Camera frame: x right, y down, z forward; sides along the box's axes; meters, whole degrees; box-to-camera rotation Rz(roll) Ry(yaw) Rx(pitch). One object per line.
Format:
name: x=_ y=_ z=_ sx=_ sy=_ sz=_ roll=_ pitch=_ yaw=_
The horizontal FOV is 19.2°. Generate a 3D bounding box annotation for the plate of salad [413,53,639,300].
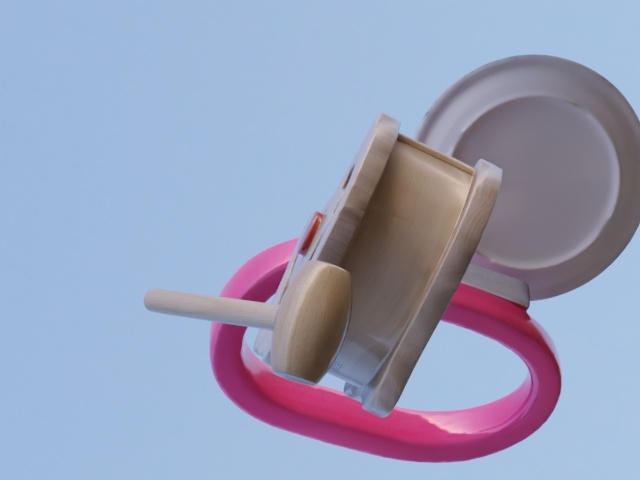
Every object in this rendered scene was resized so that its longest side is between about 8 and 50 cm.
plate of salad: x=0.163 y=-0.050 z=1.504 sx=0.199 sy=0.048 sz=0.200 roll=-2 pitch=-76 yaw=-8

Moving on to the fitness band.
fitness band: x=0.054 y=0.094 z=1.516 sx=0.290 sy=0.054 sz=0.209 roll=18 pitch=-47 yaw=-17

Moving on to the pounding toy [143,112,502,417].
pounding toy: x=0.000 y=0.000 z=1.075 sx=0.154 sy=0.269 sz=0.154 roll=25 pitch=-93 yaw=-4
